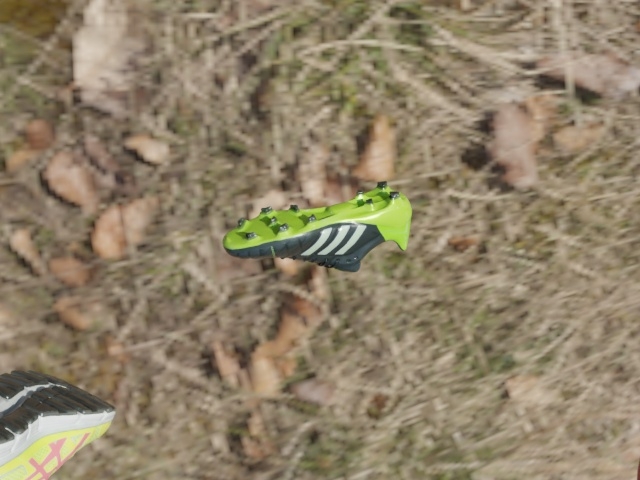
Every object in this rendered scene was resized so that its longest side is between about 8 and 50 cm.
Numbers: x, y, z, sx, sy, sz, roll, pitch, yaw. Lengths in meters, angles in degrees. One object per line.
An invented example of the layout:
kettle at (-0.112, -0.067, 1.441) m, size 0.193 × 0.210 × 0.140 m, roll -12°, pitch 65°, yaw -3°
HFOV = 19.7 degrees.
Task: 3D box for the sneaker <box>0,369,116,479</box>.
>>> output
sneaker at (-0.230, 0.159, 1.377) m, size 0.081 × 0.208 × 0.094 m, roll 21°, pitch 106°, yaw 24°

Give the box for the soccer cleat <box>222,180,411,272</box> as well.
soccer cleat at (0.000, 0.000, 1.673) m, size 0.060 × 0.179 × 0.072 m, roll -126°, pitch 26°, yaw -59°

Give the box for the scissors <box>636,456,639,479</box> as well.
scissors at (0.197, 0.197, 1.035) m, size 0.109 × 0.021 × 0.297 m, roll 33°, pitch 133°, yaw 15°
